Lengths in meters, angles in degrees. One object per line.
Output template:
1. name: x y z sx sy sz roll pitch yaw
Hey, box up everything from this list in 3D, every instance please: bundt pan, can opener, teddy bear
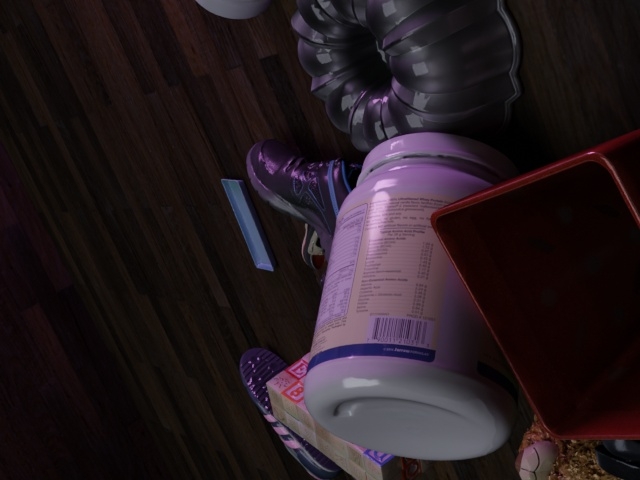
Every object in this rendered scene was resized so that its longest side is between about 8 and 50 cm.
1. bundt pan: 0.083 -0.234 1.218 0.331 0.124 0.330 39 146 34
2. can opener: 0.397 0.239 1.116 0.186 0.059 0.073 6 123 42
3. teddy bear: 0.365 0.309 1.259 0.338 0.113 0.245 33 138 49

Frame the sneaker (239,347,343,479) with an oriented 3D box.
1. sneaker: -0.070 0.373 2.089 0.319 0.112 0.131 51 149 18

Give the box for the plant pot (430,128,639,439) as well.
1. plant pot: 0.315 0.013 0.954 0.267 0.236 0.267 60 153 -4

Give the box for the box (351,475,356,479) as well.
1. box: 0.074 0.383 1.915 0.232 0.059 0.183 45 149 24

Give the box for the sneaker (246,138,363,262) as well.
1. sneaker: 0.015 -0.079 1.530 0.341 0.125 0.139 42 121 35

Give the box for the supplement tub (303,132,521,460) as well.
1. supplement tub: 0.120 0.064 1.147 0.236 0.324 0.235 9 151 5

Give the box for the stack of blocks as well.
1. stack of blocks: 0.068 0.297 1.718 0.297 0.171 0.087 29 140 43

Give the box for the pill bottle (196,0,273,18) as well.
1. pill bottle: -0.085 -0.418 1.270 0.160 0.160 0.283 54 152 10

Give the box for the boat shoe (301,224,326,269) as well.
1. boat shoe: 0.000 0.000 1.673 0.043 0.049 0.137 36 140 33

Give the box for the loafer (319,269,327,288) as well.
1. loafer: 0.071 0.094 1.641 0.170 0.062 0.061 35 137 21

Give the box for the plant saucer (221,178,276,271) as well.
1. plant saucer: -0.133 -0.032 1.893 0.067 0.018 0.192 9 126 56
